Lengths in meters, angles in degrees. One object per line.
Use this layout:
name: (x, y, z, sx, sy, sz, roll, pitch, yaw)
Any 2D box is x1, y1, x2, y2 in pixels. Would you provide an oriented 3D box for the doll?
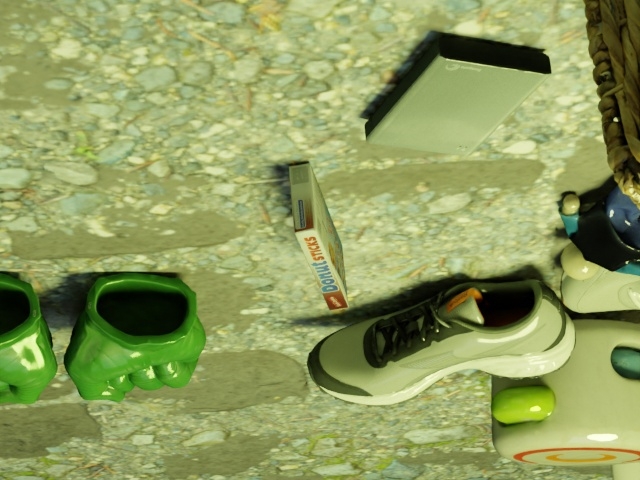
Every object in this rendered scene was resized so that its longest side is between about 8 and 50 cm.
doll: (0.276, -0.008, 1.391, 0.129, 0.046, 0.189, 36, 144, -9)

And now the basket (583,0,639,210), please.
basket: (0.349, -0.087, 1.058, 0.223, 0.213, 0.299, -20, 151, 32)

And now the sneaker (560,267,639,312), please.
sneaker: (0.350, 0.043, 1.453, 0.262, 0.121, 0.099, -16, 154, 25)

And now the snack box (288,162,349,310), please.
snack box: (0.000, 0.000, 1.367, 0.022, 0.064, 0.178, -9, 155, 6)

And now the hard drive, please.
hard drive: (0.103, -0.109, 1.198, 0.094, 0.022, 0.135, 6, 153, -21)

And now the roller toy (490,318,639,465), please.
roller toy: (0.278, 0.159, 1.665, 0.191, 0.146, 0.209, -1, 164, 7)

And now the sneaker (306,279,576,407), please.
sneaker: (0.115, 0.091, 1.569, 0.271, 0.100, 0.108, -13, 140, 10)

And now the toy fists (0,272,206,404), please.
toy fists: (-0.251, 0.101, 1.510, 0.279, 0.096, 0.142, -1, 156, -11)

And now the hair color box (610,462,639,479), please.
hair color box: (0.428, 0.302, 1.758, 0.174, 0.347, 0.105, -13, 154, 19)
